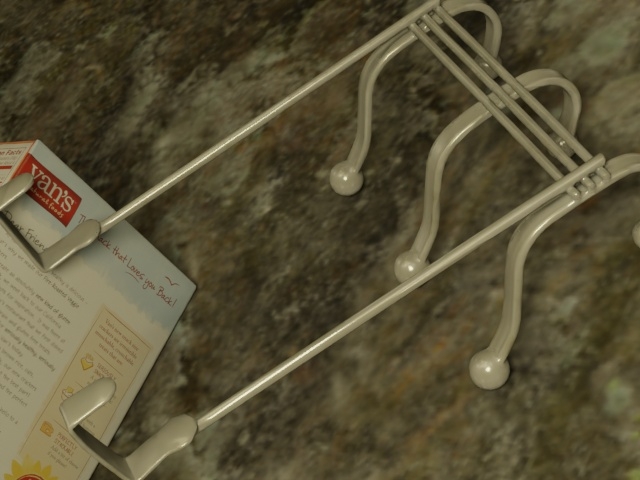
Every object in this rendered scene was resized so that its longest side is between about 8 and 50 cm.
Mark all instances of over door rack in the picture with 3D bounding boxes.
[{"bbox_3d":[0.000,0.000,0.991,0.324,0.108,0.239,-24,34,-7],"label":"over door rack"}]

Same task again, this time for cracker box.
[{"bbox_3d":[-0.192,0.076,1.091,0.067,0.156,0.232,0,54,47],"label":"cracker box"}]
